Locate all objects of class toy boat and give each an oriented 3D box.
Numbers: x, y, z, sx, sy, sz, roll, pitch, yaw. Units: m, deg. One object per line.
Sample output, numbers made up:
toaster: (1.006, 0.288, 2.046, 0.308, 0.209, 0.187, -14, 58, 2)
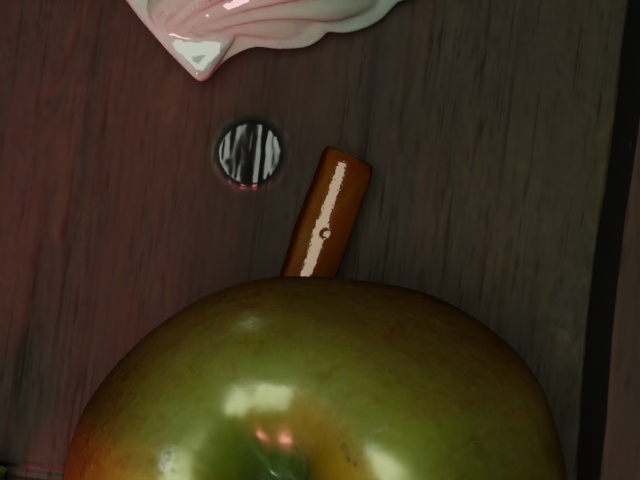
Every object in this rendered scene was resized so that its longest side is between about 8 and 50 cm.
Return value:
toy boat: (-0.009, -0.240, 1.360, 0.290, 0.100, 0.199, -41, 82, 1)

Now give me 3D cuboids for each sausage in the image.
sausage: (0.000, 0.000, 1.371, 0.039, 0.041, 0.131, 18, 89, -14)

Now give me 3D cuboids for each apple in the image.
apple: (-0.010, 0.184, 1.225, 0.338, 0.305, 0.338, -1, 87, 11)

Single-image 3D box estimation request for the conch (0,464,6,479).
conch: (-0.267, 0.189, 1.373, 0.121, 0.074, 0.089, 12, 50, 29)
